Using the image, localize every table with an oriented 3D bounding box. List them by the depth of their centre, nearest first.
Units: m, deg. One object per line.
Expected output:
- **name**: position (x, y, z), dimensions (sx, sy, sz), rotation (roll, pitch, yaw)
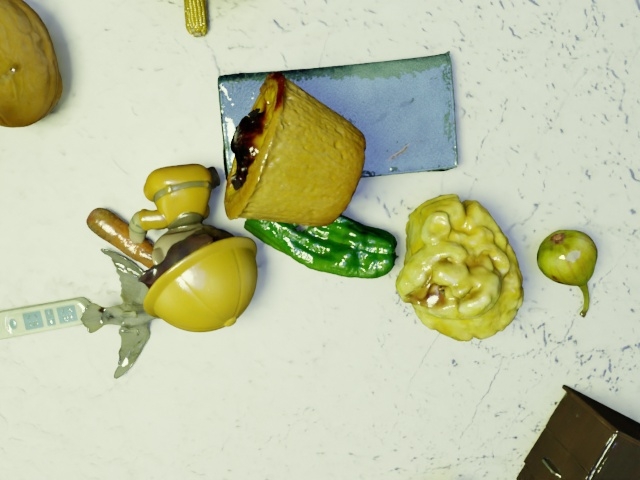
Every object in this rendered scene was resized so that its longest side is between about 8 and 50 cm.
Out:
- **table**: position (0.449, 0.380, 0.855), dimensions (0.172, 0.169, 0.193), rotation (27, 96, -3)

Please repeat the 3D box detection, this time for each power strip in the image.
- **power strip**: position (-0.469, 0.130, 0.885), dimensions (0.191, 0.030, 0.048), rotation (-10, 95, 0)

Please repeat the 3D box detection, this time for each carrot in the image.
- **carrot**: position (-0.296, 0.013, 0.871), dimensions (0.191, 0.047, 0.047), rotation (36, 94, -8)

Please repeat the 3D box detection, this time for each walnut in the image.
- **walnut**: position (-0.472, -0.268, 0.774), dimensions (0.167, 0.167, 0.207), rotation (-11, 105, 0)

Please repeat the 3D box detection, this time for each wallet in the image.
- **wallet**: position (0.027, -0.187, 0.851), dimensions (0.379, 0.046, 0.191), rotation (-6, 97, -1)

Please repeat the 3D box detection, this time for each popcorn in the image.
- **popcorn**: position (0.214, 0.047, 0.801), dimensions (0.200, 0.203, 0.226), rotation (8, 101, 2)

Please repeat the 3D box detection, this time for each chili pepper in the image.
- **chili pepper**: position (0.001, -0.001, 0.855), dimensions (0.253, 0.083, 0.099), rotation (19, 94, 2)

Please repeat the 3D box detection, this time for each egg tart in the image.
- **egg tart**: position (-0.045, -0.113, 0.747), dimensions (0.171, 0.215, 0.215), rotation (19, 96, -21)

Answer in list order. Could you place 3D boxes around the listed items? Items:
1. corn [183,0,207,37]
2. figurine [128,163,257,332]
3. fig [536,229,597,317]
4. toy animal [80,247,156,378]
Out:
- **corn**: position (-0.197, -0.369, 0.833), dimensions (0.037, 0.037, 0.092), rotation (-2, 93, -1)
- **figurine**: position (-0.191, 0.012, 0.803), dimensions (0.192, 0.167, 0.257), rotation (-19, 95, -30)
- **fig**: position (0.410, 0.049, 0.882), dimensions (0.093, 0.093, 0.166), rotation (-32, 135, 3)
- **toy animal**: position (-0.292, 0.129, 0.856), dimensions (0.155, 0.095, 0.219), rotation (4, 97, 3)
